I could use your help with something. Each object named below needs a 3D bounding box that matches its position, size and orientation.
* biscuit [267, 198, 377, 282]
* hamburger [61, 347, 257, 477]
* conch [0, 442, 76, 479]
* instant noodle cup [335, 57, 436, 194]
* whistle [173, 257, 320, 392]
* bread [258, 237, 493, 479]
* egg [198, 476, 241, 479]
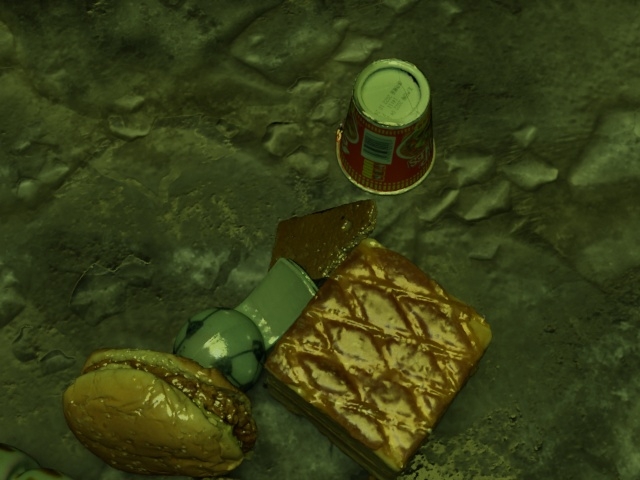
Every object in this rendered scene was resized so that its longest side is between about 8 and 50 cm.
[{"bbox_3d":[0.002,0.010,1.583,0.237,0.026,0.131,-12,61,44],"label":"biscuit"},{"bbox_3d":[-0.241,0.270,1.430,0.283,0.259,0.144,-5,47,20],"label":"hamburger"},{"bbox_3d":[-0.474,0.413,1.428,0.368,0.197,0.249,9,49,-2],"label":"conch"},{"bbox_3d":[0.117,-0.207,1.645,0.193,0.212,0.193,0,68,1],"label":"instant noodle cup"},{"bbox_3d":[-0.140,0.157,1.523,0.163,0.163,0.290,44,106,16],"label":"whistle"},{"bbox_3d":[0.092,0.191,1.494,0.279,0.207,0.279,38,72,16],"label":"bread"},{"bbox_3d":[-0.161,0.419,1.459,0.140,0.116,0.118,-13,92,-8],"label":"egg"}]
